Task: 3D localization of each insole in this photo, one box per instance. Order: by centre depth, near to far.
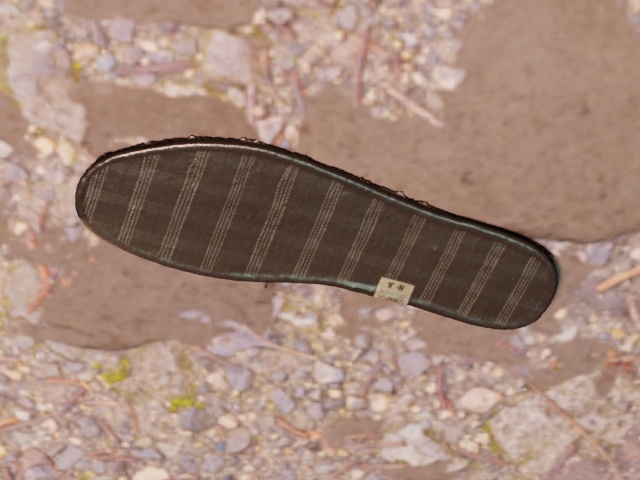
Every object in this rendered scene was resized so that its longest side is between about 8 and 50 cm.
[{"bbox_3d":[0.000,0.000,0.875,0.309,0.012,0.110,16,123,-9],"label":"insole"}]
